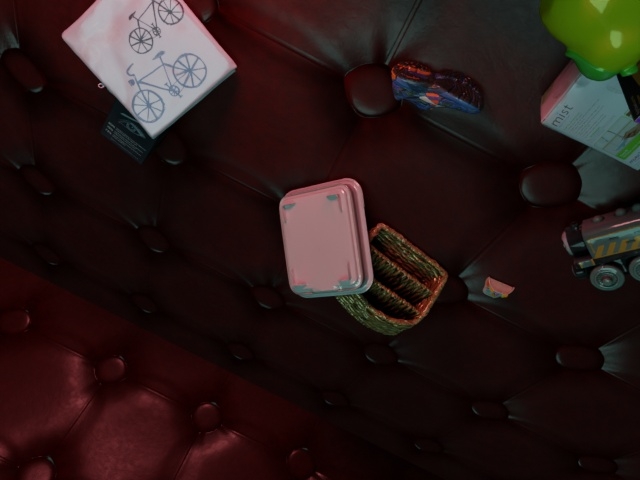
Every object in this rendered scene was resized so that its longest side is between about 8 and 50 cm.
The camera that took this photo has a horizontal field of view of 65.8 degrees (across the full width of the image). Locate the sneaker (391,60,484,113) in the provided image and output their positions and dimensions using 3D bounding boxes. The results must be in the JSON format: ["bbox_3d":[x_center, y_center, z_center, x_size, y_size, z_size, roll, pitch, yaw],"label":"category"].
[{"bbox_3d":[0.266,-0.338,1.134,0.221,0.083,0.087,23,151,10],"label":"sneaker"}]

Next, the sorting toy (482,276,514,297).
[{"bbox_3d":[0.535,0.156,1.517,0.083,0.045,0.075,23,157,3],"label":"sorting toy"}]

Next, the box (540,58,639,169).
[{"bbox_3d":[0.606,-0.306,0.959,0.231,0.127,0.262,25,138,1],"label":"box"}]

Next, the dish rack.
[{"bbox_3d":[0.000,0.000,1.440,0.285,0.072,0.333,-9,89,31],"label":"dish rack"}]

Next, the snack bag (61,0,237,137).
[{"bbox_3d":[-0.440,-0.480,1.262,0.323,0.037,0.342,-34,113,18],"label":"snack bag"}]

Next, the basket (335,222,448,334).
[{"bbox_3d":[0.203,0.134,1.515,0.299,0.214,0.223,38,137,-14],"label":"basket"}]

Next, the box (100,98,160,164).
[{"bbox_3d":[-0.526,-0.351,1.452,0.153,0.108,0.207,40,135,-16],"label":"box"}]

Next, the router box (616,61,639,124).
[{"bbox_3d":[0.554,-0.276,0.793,0.046,0.179,0.133,26,134,-3],"label":"router box"}]

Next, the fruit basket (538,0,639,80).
[{"bbox_3d":[0.398,-0.443,0.729,0.391,0.283,0.392,-3,130,-4],"label":"fruit basket"}]

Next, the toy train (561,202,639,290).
[{"bbox_3d":[0.763,-0.003,1.189,0.333,0.142,0.190,-21,109,40],"label":"toy train"}]
